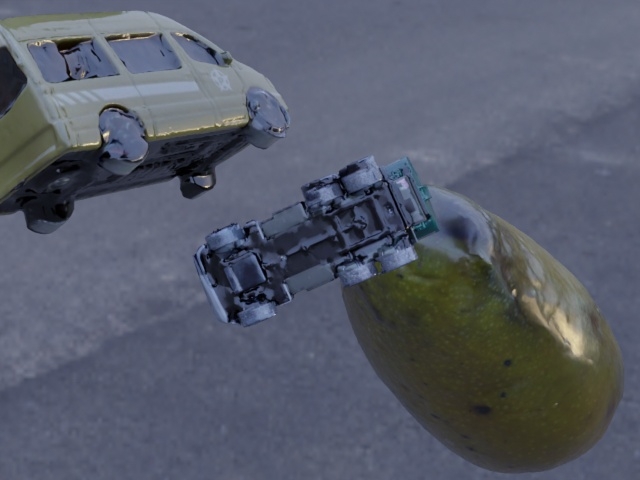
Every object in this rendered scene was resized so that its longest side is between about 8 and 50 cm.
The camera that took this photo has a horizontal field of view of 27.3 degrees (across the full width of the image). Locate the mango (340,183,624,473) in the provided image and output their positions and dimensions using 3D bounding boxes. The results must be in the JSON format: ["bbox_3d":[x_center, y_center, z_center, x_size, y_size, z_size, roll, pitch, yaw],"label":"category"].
[{"bbox_3d":[0.107,0.063,0.938,0.177,0.175,0.329,-9,-27,34],"label":"mango"}]

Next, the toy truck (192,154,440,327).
[{"bbox_3d":[0.000,0.000,0.468,0.083,0.039,0.044,-24,0,10],"label":"toy truck"}]

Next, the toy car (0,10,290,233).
[{"bbox_3d":[-0.133,-0.091,0.893,0.101,0.124,0.257,-32,-7,32],"label":"toy car"}]
